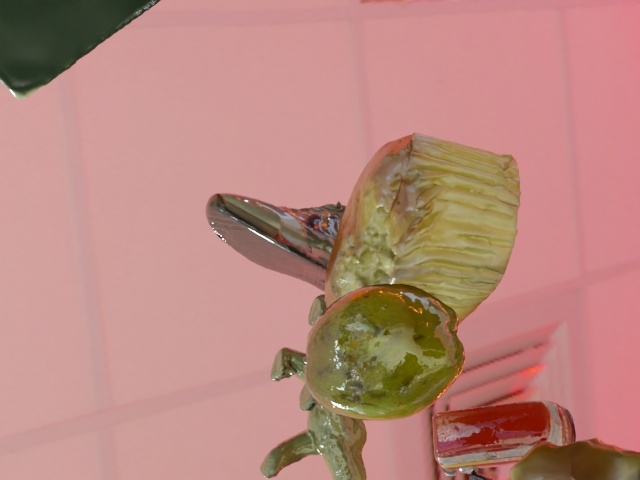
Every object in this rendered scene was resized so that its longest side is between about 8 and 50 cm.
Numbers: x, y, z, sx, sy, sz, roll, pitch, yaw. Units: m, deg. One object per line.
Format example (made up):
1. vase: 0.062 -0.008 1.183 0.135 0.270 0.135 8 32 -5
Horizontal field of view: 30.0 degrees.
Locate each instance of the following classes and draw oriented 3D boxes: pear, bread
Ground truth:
1. pear: 0.047 0.087 0.933 0.107 0.131 0.107 -7 -90 -76
2. bread: 0.086 0.003 1.130 0.133 0.250 0.179 17 -108 -9

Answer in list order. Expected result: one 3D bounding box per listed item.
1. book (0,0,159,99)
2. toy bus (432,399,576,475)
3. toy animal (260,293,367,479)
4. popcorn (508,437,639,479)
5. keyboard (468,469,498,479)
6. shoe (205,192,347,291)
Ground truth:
1. book: -0.152 -0.290 0.849 0.371 0.043 0.260 -31 -50 9
2. toy bus: 0.224 0.240 1.485 0.077 0.174 0.079 44 -139 -57
3. toy animal: 0.010 0.174 1.219 0.101 0.103 0.218 26 -137 -22
4. popcorn: 0.148 0.287 0.582 0.326 0.290 0.321 -12 -122 -11
5. keyboard: 0.210 0.247 0.851 0.017 0.250 0.087 -4 -68 -61
6. shoe: 0.000 0.000 1.348 0.275 0.103 0.098 25 -112 -23
